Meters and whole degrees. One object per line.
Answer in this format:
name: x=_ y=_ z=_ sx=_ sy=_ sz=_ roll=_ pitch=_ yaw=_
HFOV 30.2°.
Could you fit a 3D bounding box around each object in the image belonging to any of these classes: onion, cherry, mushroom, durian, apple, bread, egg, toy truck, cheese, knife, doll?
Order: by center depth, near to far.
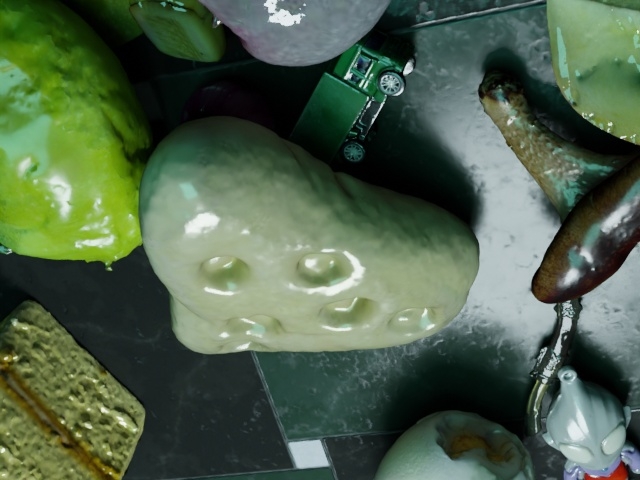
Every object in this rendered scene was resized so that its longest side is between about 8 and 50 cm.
apple: x=0.306 y=-0.182 z=1.022 sx=0.188 sy=0.174 sz=0.207 roll=13 pitch=101 yaw=38
cherry: x=-0.030 y=-0.262 z=1.040 sx=0.266 sy=0.183 sz=0.213 roll=-31 pitch=133 yaw=24
bread: x=-0.135 y=-0.220 z=1.152 sx=0.082 sy=0.056 sz=0.115 roll=8 pitch=162 yaw=21
mushroom: x=0.228 y=-0.070 z=1.159 sx=0.217 sy=0.148 sz=0.227 roll=39 pitch=114 yaw=9
durian: x=-0.295 y=-0.121 z=1.163 sx=0.256 sy=0.204 sz=0.339 roll=12 pitch=145 yaw=20
toy truck: x=0.033 y=-0.140 z=1.176 sx=0.079 sy=0.065 sz=0.147 roll=30 pitch=125 yaw=-3
cheese: x=0.000 y=0.000 z=1.176 sx=0.328 sy=0.129 sz=0.351 roll=-2 pitch=149 yaw=1
onion: x=-0.097 y=-0.104 z=1.206 sx=0.115 sy=0.104 sz=0.115 roll=13 pitch=119 yaw=24
knife: x=0.258 y=0.130 z=1.321 sx=0.046 sy=0.021 sz=0.222 roll=7 pitch=119 yaw=7
doll: x=0.303 y=0.217 z=1.338 sx=0.102 sy=0.075 sz=0.227 roll=-21 pitch=128 yaw=5
egg: x=0.144 y=0.308 z=1.360 sx=0.183 sy=0.183 sz=0.217 roll=21 pitch=114 yaw=-1
bread: x=-0.355 y=0.260 z=1.400 sx=0.236 sy=0.263 sz=0.198 roll=41 pitch=124 yaw=-15

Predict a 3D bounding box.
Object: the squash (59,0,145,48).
squash: x=-0.237 y=-0.260 z=1.149 sx=0.192 sy=0.085 sz=0.184 roll=13 pitch=123 yaw=6
